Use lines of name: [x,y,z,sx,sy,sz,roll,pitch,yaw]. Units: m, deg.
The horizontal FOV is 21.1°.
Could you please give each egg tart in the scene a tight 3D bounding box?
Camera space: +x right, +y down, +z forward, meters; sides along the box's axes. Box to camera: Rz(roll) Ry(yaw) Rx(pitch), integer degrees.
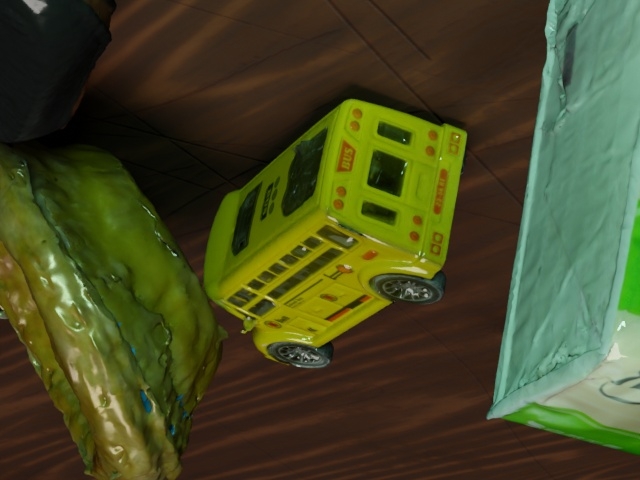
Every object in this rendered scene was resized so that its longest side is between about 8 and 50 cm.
egg tart: [-0.205,0.048,1.565,0.169,0.388,0.388,-29,161,-13]

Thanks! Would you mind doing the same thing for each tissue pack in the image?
tissue pack: [0.341,-0.005,1.083,0.405,0.332,0.205,17,159,-14]

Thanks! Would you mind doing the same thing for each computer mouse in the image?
computer mouse: [-0.229,-0.177,1.209,0.183,0.116,0.323,41,156,-3]

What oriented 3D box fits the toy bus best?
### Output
toy bus: [0.000,0.000,1.506,0.152,0.144,0.330,20,155,-19]
